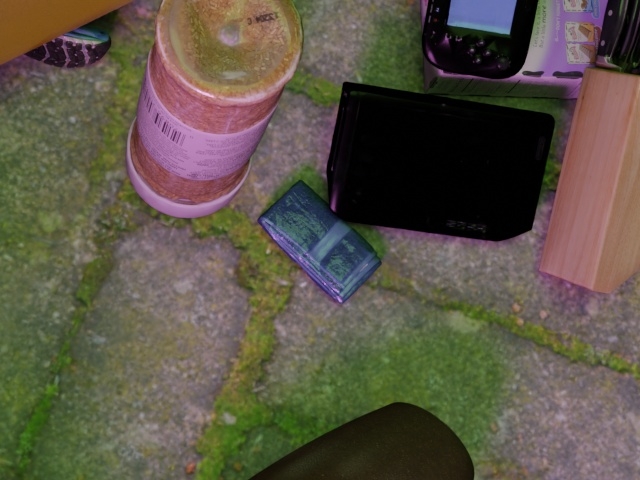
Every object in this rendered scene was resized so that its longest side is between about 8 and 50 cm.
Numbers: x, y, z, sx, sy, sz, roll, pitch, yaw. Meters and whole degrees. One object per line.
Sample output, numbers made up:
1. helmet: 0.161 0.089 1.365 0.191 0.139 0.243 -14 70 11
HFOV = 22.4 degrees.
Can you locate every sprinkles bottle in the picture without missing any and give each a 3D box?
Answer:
1. sprinkles bottle: -0.101 -0.120 1.421 0.121 0.355 0.121 3 76 -10

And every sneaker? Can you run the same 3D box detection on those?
1. sneaker: -0.279 -0.221 1.569 0.162 0.063 0.073 18 70 -6

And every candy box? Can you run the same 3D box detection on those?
1. candy box: 0.203 -0.234 1.656 0.196 0.070 0.165 1 76 -11

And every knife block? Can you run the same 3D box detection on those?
1. knife block: 0.297 -0.119 1.578 0.275 0.088 0.242 -39 117 -16

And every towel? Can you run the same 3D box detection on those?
1. towel: 0.000 0.000 1.580 0.119 0.029 0.067 44 72 3

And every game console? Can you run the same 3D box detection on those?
1. game console: 0.133 -0.182 1.563 0.213 0.044 0.361 7 103 -13

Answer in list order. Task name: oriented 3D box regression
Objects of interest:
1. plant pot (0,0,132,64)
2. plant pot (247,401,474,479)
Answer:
1. plant pot: -0.298 -0.317 1.486 0.212 0.187 0.212 -29 58 -16
2. plant pot: 0.029 0.256 1.443 0.215 0.215 0.230 45 59 3
